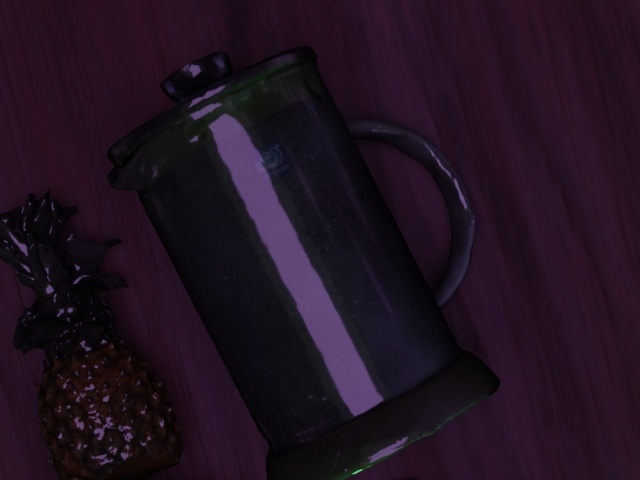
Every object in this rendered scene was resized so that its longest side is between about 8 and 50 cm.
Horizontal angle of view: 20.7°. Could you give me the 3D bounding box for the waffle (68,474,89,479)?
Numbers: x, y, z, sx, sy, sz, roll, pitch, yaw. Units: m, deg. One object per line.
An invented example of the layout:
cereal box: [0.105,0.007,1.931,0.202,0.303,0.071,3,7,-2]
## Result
waffle: [-0.167,0.296,1.415,0.160,0.055,0.211,18,120,-18]

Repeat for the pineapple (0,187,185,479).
pineapple: [-0.197,0.080,1.432,0.125,0.125,0.251,-24,82,1]

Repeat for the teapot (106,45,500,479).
teapot: [0.000,0.000,1.389,0.270,0.200,0.337,-28,90,-25]
